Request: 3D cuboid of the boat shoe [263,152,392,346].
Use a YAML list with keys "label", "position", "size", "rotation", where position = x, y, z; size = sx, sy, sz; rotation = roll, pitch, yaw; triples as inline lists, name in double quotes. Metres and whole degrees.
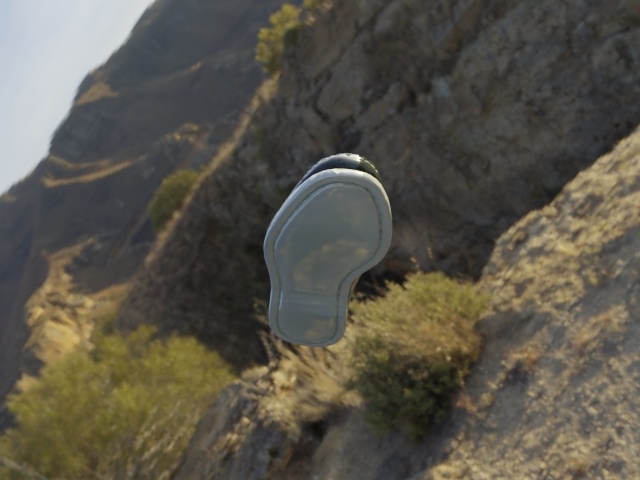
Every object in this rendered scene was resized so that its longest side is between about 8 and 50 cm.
- label: "boat shoe"
  position: [0.000, 0.000, 0.834]
  size: [0.302, 0.114, 0.091]
  rotation: [113, 166, -56]
